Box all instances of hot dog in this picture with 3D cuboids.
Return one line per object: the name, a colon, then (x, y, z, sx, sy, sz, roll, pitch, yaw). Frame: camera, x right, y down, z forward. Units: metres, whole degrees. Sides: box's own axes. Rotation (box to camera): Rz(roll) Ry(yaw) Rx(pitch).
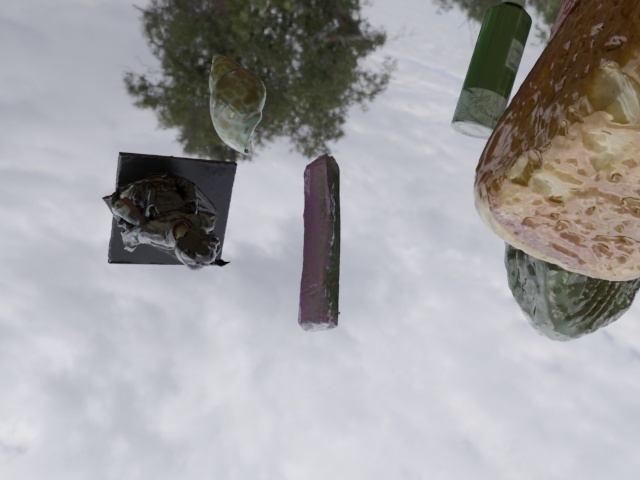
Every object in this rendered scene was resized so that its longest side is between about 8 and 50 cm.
hot dog: (0.281, -0.135, 0.471, 0.185, 0.405, 0.223, 22, -116, -8)

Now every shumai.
shumai: (0.331, 0.004, 0.897, 0.225, 0.261, 0.222, 12, 180, -35)

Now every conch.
conch: (-0.152, -0.243, 1.132, 0.105, 0.173, 0.116, 5, -163, 0)

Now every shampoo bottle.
shampoo bottle: (0.222, -0.231, 0.789, 0.065, 0.205, 0.065, 17, 176, 1)

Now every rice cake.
rice cake: (0.000, 0.000, 0.707, 0.047, 0.207, 0.036, -10, 157, 31)

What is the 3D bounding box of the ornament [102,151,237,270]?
ornament: (-0.163, 0.000, 0.742, 0.166, 0.153, 0.196, 1, -157, -26)
